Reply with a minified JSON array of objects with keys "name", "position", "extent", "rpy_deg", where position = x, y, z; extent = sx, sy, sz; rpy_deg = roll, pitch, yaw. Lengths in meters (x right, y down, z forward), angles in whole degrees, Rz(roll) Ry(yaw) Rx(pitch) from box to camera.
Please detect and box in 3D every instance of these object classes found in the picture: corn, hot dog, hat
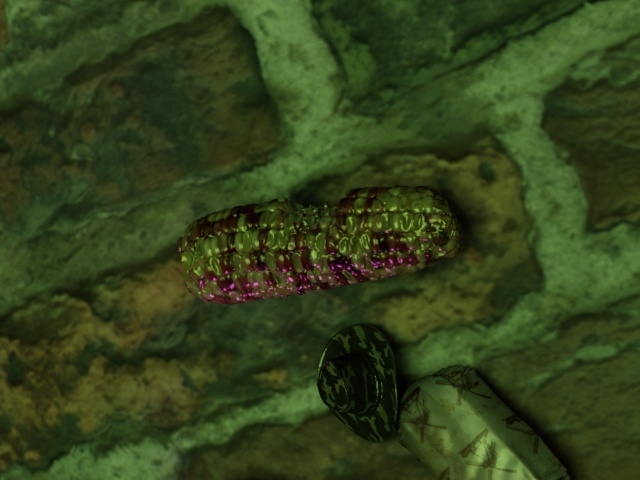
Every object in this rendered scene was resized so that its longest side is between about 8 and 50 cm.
[{"name":"corn","position":[0.000,0.000,1.432],"extent":[0.290,0.098,0.098],"rpy_deg":[-11,90,27]},{"name":"hot dog","position":[0.150,0.198,1.399],"extent":[0.108,0.059,0.191],"rpy_deg":[-48,68,14]},{"name":"hat","position":[0.029,0.139,1.450],"extent":[0.121,0.050,0.121],"rpy_deg":[5,96,50]}]
